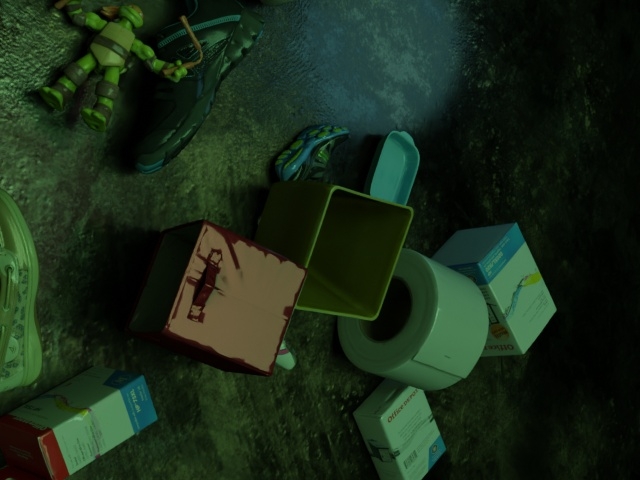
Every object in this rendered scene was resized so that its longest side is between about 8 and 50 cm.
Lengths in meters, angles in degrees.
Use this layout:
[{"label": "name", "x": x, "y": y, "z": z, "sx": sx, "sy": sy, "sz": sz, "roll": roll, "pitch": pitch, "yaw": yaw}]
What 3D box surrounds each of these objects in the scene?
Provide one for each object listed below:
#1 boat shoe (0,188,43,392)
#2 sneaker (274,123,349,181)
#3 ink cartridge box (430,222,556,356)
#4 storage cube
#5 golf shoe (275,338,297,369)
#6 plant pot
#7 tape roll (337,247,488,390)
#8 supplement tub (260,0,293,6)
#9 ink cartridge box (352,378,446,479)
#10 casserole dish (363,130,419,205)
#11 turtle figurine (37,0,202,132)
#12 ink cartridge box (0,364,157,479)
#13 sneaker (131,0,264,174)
[{"label": "boat shoe", "x": -0.446, "y": 0.072, "z": 1.324, "sx": 0.089, "sy": 0.104, "sz": 0.285, "roll": -15, "pitch": 102, "yaw": -47}, {"label": "sneaker", "x": -0.015, "y": -0.156, "z": 1.790, "sx": 0.188, "sy": 0.067, "sz": 0.078, "roll": -45, "pitch": 136, "yaw": -34}, {"label": "ink cartridge box", "x": 0.361, "y": 0.109, "z": 2.068, "sx": 0.168, "sy": 0.171, "sz": 0.233, "roll": -42, "pitch": 111, "yaw": -38}, {"label": "storage cube", "x": -0.164, "y": 0.095, "z": 1.510, "sx": 0.193, "sy": 0.215, "sz": 0.184, "roll": 26, "pitch": 73, "yaw": -25}, {"label": "golf shoe", "x": -0.121, "y": 0.183, "z": 1.684, "sx": 0.186, "sy": 0.067, "sz": 0.086, "roll": 39, "pitch": 70, "yaw": -27}, {"label": "plant pot", "x": 0.000, "y": 0.000, "z": 1.692, "sx": 0.212, "sy": 0.187, "sz": 0.212, "roll": 13, "pitch": 98, "yaw": -45}, {"label": "tape roll", "x": 0.175, "y": 0.152, "z": 1.851, "sx": 0.169, "sy": 0.246, "sz": 0.246, "roll": 25, "pitch": 73, "yaw": -42}, {"label": "supplement tub", "x": -0.027, "y": -0.586, "z": 1.637, "sx": 0.241, "sy": 0.241, "sz": 0.332, "roll": -27, "pitch": 110, "yaw": -42}, {"label": "ink cartridge box", "x": 0.162, "y": 0.387, "z": 1.955, "sx": 0.139, "sy": 0.082, "sz": 0.191, "roll": -40, "pitch": 116, "yaw": -38}, {"label": "casserole dish", "x": 0.140, "y": -0.133, "z": 1.957, "sx": 0.114, "sy": 0.037, "sz": 0.189, "roll": 34, "pitch": 68, "yaw": -40}, {"label": "turtle figurine", "x": -0.331, "y": -0.286, "z": 1.449, "sx": 0.269, "sy": 0.087, "sz": 0.217, "roll": 33, "pitch": 70, "yaw": -16}, {"label": "ink cartridge box", "x": -0.369, "y": 0.270, "z": 1.383, "sx": 0.231, "sy": 0.134, "sz": 0.078, "roll": -29, "pitch": 111, "yaw": -42}, {"label": "sneaker", "x": -0.227, "y": -0.259, "z": 1.555, "sx": 0.139, "sy": 0.125, "sz": 0.341, "roll": 33, "pitch": 66, "yaw": -13}]
